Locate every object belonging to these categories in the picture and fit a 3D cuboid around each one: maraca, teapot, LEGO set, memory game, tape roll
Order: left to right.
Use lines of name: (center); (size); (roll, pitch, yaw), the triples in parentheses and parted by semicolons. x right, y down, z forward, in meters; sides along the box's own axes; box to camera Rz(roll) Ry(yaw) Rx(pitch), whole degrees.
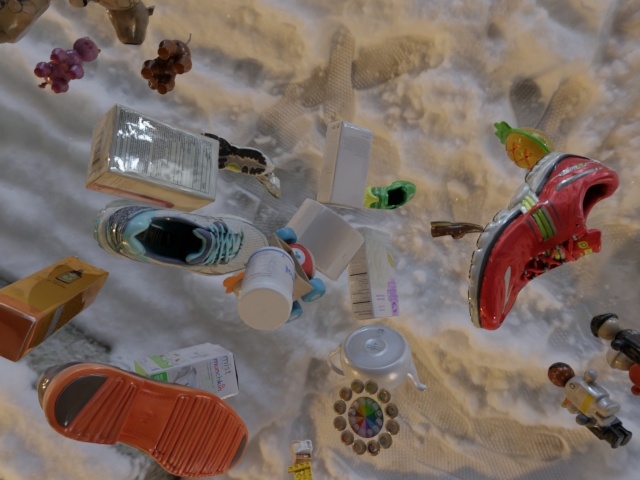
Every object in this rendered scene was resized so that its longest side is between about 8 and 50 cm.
tape roll: (0.000, 0.000, 1.517); (0.246, 0.246, 0.169); (36, 85, 11)
LEGO set: (0.017, 0.507, 0.865); (0.287, 0.132, 0.107); (16, 129, 46)
memory game: (0.110, 0.439, 1.149); (0.186, 0.012, 0.186); (-9, 73, 30)
teapot: (0.182, 0.420, 1.551); (0.253, 0.256, 0.187); (-18, 123, -18)
maraca: (0.532, -0.250, 1.211); (0.099, 0.127, 0.186); (-44, 60, -3)

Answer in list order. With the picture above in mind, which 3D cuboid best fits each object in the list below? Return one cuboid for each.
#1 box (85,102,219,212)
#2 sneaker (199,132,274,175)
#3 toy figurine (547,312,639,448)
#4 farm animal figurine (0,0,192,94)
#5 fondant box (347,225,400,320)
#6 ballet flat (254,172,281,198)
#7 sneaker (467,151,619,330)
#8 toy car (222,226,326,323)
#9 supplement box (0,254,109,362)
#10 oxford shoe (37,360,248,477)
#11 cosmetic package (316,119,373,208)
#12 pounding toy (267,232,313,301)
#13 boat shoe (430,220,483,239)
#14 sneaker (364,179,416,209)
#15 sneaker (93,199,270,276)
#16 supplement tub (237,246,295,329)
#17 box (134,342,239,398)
box: (-0.349, -0.162, 0.975); (0.127, 0.232, 0.148); (-15, 68, 44)
sneaker: (-0.277, -0.267, 1.479); (0.275, 0.110, 0.107); (21, 103, 11)
toy figurine: (0.567, 0.272, 0.906); (0.209, 0.213, 0.148); (-44, 36, 3)
farm animal figurine: (-0.354, -0.397, 0.739); (0.331, 0.172, 0.326); (14, 123, -14)
fondant box: (0.195, 0.127, 1.732); (0.096, 0.238, 0.330); (-11, 79, 31)
ballet flat: (-0.208, -0.242, 1.893); (0.067, 0.073, 0.206); (-51, 49, 6)
sneaker: (0.286, 0.000, 0.585); (0.118, 0.107, 0.279); (27, 76, 39)
toy car: (-0.149, 0.098, 1.247); (0.210, 0.238, 0.219); (-45, 63, 30)
supplement box: (-0.429, 0.095, 0.728); (0.078, 0.233, 0.080); (27, 103, -6)
oxford shoe: (-0.268, 0.277, 0.746); (0.133, 0.364, 0.129); (3, 58, 48)
cosmetic package: (0.070, -0.211, 1.311); (0.117, 0.085, 0.231); (10, 89, -31)
pounding toy: (-0.103, 0.057, 0.934); (0.100, 0.141, 0.130); (-33, 67, 4)
boat shoe: (0.459, -0.033, 1.559); (0.178, 0.064, 0.060); (3, 91, 0)
sneaker: (0.280, -0.158, 1.706); (0.124, 0.296, 0.109); (14, 111, 38)
sneaker: (-0.185, 0.010, 0.707); (0.122, 0.283, 0.110); (13, 95, 48)
supplement tub: (-0.071, 0.061, 0.622); (0.071, 0.107, 0.071); (-1, 119, -1)
box: (-0.389, 0.385, 1.319); (0.231, 0.262, 0.126); (-8, 88, -30)
